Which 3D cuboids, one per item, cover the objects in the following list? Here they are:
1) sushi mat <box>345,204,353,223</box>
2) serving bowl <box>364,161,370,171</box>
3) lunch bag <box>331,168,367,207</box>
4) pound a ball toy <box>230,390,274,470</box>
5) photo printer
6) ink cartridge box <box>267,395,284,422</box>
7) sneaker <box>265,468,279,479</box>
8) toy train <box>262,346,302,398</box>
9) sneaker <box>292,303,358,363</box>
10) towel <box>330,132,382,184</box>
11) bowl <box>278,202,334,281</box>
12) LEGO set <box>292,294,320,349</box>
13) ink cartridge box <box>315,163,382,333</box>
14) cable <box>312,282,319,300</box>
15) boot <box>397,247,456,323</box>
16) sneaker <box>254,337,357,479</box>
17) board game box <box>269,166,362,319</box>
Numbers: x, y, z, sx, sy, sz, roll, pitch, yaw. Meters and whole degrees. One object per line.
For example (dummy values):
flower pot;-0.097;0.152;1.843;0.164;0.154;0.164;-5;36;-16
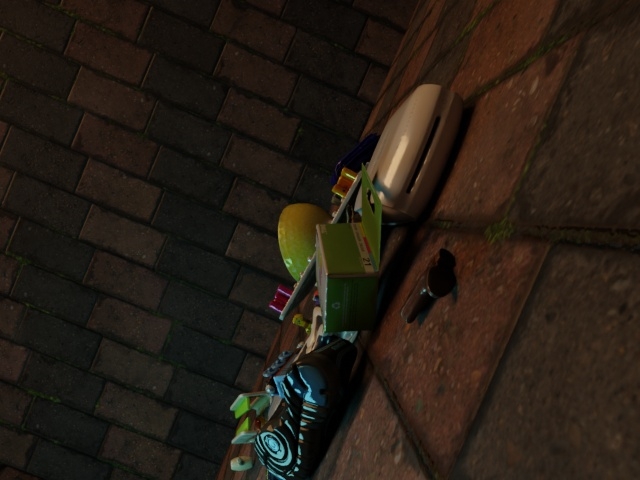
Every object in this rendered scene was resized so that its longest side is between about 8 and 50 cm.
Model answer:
sushi mat;0.062;0.035;1.285;0.316;0.019;0.152;92;180;-74
serving bowl;0.173;-0.229;1.812;0.083;0.027;0.083;-179;90;-79
lunch bag;0.116;-0.187;1.908;0.151;0.096;0.129;-58;3;-9
pound a ball toy;-0.218;0.636;1.729;0.319;0.135;0.208;120;147;-58
photo printer;0.167;-0.155;1.026;0.307;0.107;0.256;-176;108;-86
ink cartridge box;-0.098;0.455;1.422;0.180;0.060;0.104;-179;113;-85
sneaker;-0.083;0.503;1.081;0.053;0.059;0.144;174;100;-72
toy train;-0.076;0.347;1.376;0.184;0.105;0.080;-36;-68;-65
sneaker;0.008;0.217;1.146;0.153;0.094;0.235;-74;8;-68
towel;0.128;-0.304;1.962;0.227;0.076;0.308;-39;1;-2
bowl;0.000;0.000;1.757;0.156;0.289;0.289;-13;36;27
LEGO set;-0.028;0.233;1.502;0.087;0.093;0.227;-79;13;-71
ink cartridge box;0.045;0.010;0.956;0.189;0.097;0.255;-101;9;-60
cable;0.035;0.108;1.524;0.287;0.072;0.140;121;166;-62
boot;0.133;0.077;0.687;0.114;0.037;0.106;-60;-6;34
sneaker;-0.019;0.326;0.976;0.139;0.125;0.341;-30;-29;-52
board game box;0.014;-0.009;1.361;0.390;0.050;0.390;-61;-5;9
